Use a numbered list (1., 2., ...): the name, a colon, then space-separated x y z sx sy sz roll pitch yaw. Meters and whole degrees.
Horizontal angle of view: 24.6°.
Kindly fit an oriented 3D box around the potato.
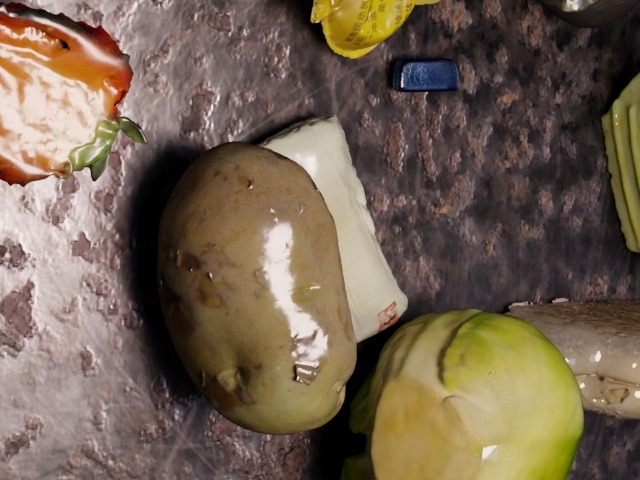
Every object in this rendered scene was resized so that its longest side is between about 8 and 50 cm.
1. potato: -0.056 0.044 1.261 0.165 0.165 0.262 -25 104 -35

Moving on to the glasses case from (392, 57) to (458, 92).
1. glasses case: 0.102 -0.163 1.449 0.083 0.023 0.033 -7 97 -42

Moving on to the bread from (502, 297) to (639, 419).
1. bread: 0.344 0.133 1.611 0.337 0.183 0.102 -2 107 -40

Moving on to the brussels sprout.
1. brussels sprout: 0.138 0.198 1.422 0.294 0.227 0.259 25 72 -65

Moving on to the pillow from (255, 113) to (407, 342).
1. pillow: 0.000 0.000 1.372 0.128 0.051 0.229 -32 116 -23

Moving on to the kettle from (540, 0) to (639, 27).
1. kettle: 0.258 -0.349 1.469 0.207 0.250 0.271 -13 116 -8

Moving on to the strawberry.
1. strawberry: -0.227 -0.116 1.132 0.192 0.085 0.140 -1 106 -35

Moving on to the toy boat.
1. toy boat: 0.387 -0.093 1.675 0.111 0.084 0.276 -33 121 -35

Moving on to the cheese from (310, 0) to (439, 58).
1. cheese: 0.071 -0.250 1.375 0.250 0.064 0.156 -22 133 -46
